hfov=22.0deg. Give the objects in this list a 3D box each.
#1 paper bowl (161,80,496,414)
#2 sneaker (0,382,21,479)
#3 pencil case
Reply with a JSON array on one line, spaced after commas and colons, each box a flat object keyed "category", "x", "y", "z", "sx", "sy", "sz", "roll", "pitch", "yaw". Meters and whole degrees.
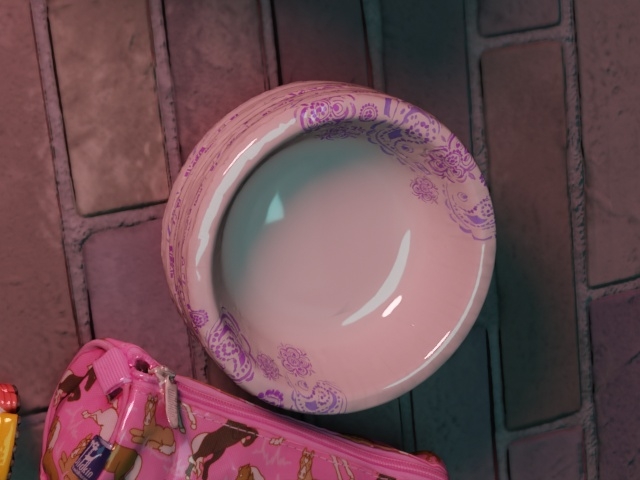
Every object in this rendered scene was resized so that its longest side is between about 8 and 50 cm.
[{"category": "paper bowl", "x": 0.000, "y": 0.000, "z": 1.453, "sx": 0.284, "sy": 0.148, "sz": 0.284, "roll": -6, "pitch": 106, "yaw": -21}, {"category": "sneaker", "x": -0.323, "y": 0.230, "z": 1.425, "sx": 0.092, "sy": 0.088, "sz": 0.225, "roll": 10, "pitch": 85, "yaw": -16}, {"category": "pencil case", "x": -0.058, "y": 0.218, "z": 1.483, "sx": 0.386, "sy": 0.167, "sz": 0.160, "roll": 23, "pitch": 76, "yaw": -26}]
